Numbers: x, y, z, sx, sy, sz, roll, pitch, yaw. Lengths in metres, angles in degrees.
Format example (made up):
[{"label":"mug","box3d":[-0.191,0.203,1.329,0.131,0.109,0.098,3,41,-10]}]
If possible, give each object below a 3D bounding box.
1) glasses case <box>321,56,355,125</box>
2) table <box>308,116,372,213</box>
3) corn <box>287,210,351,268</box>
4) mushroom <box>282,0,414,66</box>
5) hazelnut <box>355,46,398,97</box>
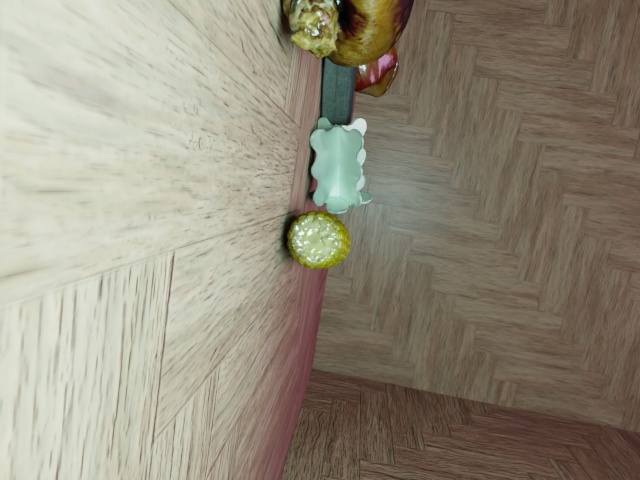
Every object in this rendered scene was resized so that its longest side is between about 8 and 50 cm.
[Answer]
[{"label":"glasses case","box3d":[0.045,-0.364,1.048,0.323,0.074,0.131,93,7,-55]},{"label":"table","box3d":[0.047,-0.191,1.011,0.166,0.166,0.198,-74,164,-54]},{"label":"corn","box3d":[0.000,0.000,0.902,0.344,0.131,0.131,30,69,-84]},{"label":"mushroom","box3d":[0.046,-0.364,0.524,0.297,0.163,0.278,86,14,-77]},{"label":"hazelnut","box3d":[0.126,-0.503,1.130,0.181,0.181,0.212,-67,172,27]}]
